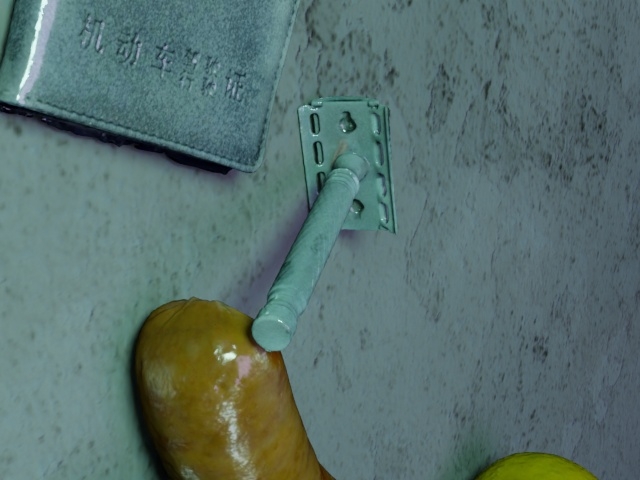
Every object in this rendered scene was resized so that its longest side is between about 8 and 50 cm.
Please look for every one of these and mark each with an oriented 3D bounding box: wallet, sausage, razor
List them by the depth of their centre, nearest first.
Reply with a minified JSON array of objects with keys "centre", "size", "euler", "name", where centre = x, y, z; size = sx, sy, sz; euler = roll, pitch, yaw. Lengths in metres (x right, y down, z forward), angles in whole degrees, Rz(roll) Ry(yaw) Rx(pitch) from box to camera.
[{"centre":[-0.088,-0.133,0.729],"size":[0.222,0.036,0.167],"euler":[14,90,-58],"name":"wallet"},{"centre":[0.000,0.000,0.825],"size":[0.232,0.068,0.106],"euler":[-67,154,-57],"name":"razor"},{"centre":[-0.050,0.142,0.839],"size":[0.109,0.109,0.270],"euler":[-54,143,-31],"name":"sausage"}]

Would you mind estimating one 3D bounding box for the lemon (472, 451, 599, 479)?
[{"centre":[0.215,0.304,1.244],"size":[0.178,0.178,0.203],"euler":[-58,143,-27],"name":"lemon"}]
